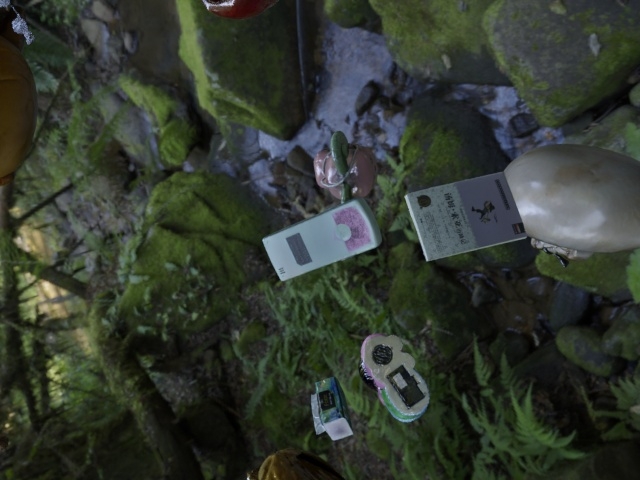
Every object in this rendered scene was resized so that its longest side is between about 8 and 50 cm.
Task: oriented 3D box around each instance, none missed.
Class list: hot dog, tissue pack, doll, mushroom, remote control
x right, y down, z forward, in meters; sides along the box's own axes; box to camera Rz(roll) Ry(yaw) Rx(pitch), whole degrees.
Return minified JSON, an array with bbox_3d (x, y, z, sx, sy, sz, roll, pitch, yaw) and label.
[{"bbox_3d":[-0.432,-0.187,0.746,0.194,0.107,0.325,5,73,17],"label":"hot dog"},{"bbox_3d":[0.020,0.384,1.293,0.111,0.079,0.085,-104,-6,-47],"label":"tissue pack"},{"bbox_3d":[0.068,-0.209,1.811,0.217,0.268,0.283,-6,107,15],"label":"doll"},{"bbox_3d":[0.580,-0.063,1.301,0.362,0.363,0.294,27,118,41],"label":"mushroom"},{"bbox_3d":[0.000,0.000,1.567,0.344,0.050,0.145,-21,96,31],"label":"remote control"}]

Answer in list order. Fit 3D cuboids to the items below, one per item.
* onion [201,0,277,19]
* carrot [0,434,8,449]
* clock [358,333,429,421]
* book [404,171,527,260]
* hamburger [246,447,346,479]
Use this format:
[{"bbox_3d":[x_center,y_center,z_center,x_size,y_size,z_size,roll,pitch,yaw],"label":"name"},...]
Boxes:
[{"bbox_3d":[-0.207,-0.777,1.504,0.341,0.341,0.341,23,122,42],"label":"onion"},{"bbox_3d":[-0.685,0.414,1.161,0.032,0.093,0.032,180,90,-77],"label":"carrot"},{"bbox_3d":[0.154,0.300,1.241,0.194,0.100,0.195,57,171,15],"label":"clock"},{"bbox_3d":[0.248,-0.042,0.972,0.014,0.182,0.127,94,162,-71],"label":"book"},{"bbox_3d":[-0.005,0.328,0.626,0.108,0.214,0.214,-49,60,1],"label":"hamburger"}]
